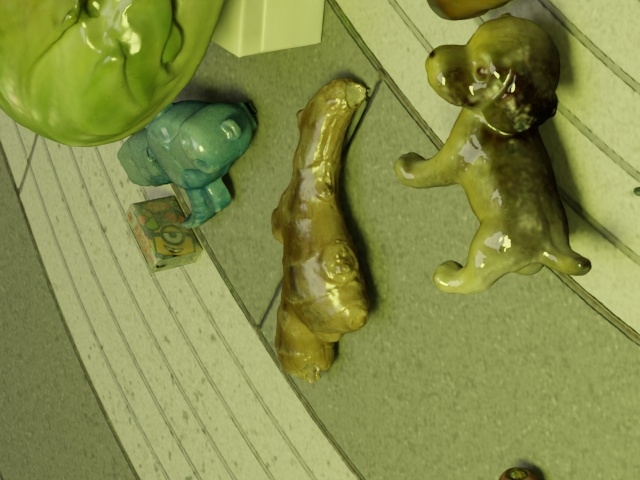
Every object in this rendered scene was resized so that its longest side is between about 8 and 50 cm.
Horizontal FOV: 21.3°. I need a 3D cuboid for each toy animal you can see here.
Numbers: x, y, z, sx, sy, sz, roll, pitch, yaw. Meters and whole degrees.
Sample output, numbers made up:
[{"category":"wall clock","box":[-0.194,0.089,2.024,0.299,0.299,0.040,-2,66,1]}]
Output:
[{"category":"toy animal","box":[0.146,-0.069,1.442,0.168,0.121,0.233,-22,79,53]}]

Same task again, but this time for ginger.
[{"category":"ginger","box":[0.000,0.000,1.718,0.148,0.081,0.334,-145,51,-64]}]

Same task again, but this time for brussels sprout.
[{"category":"brussels sprout","box":[-0.225,-0.250,1.627,0.328,0.247,0.328,21,125,33]}]

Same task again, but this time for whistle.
[{"category":"whistle","box":[-0.156,-0.103,1.887,0.180,0.093,0.269,57,148,-11]}]

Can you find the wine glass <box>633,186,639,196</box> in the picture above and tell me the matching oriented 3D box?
[{"category":"wine glass","box":[0.303,0.104,1.355,0.264,0.096,0.309,163,93,-79]}]

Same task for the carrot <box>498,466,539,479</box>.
[{"category":"carrot","box":[0.185,0.299,1.578,0.047,0.047,0.191,24,124,50]}]

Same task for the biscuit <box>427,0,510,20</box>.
[{"category":"biscuit","box":[0.162,-0.320,1.394,0.290,0.062,0.237,-11,91,54]}]

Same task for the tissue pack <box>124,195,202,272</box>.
[{"category":"tissue pack","box":[-0.184,-0.009,1.981,0.083,0.063,0.035,61,145,21]}]

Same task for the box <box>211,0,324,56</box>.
[{"category":"box","box":[-0.106,-0.324,1.729,0.260,0.111,0.194,35,129,42]}]
